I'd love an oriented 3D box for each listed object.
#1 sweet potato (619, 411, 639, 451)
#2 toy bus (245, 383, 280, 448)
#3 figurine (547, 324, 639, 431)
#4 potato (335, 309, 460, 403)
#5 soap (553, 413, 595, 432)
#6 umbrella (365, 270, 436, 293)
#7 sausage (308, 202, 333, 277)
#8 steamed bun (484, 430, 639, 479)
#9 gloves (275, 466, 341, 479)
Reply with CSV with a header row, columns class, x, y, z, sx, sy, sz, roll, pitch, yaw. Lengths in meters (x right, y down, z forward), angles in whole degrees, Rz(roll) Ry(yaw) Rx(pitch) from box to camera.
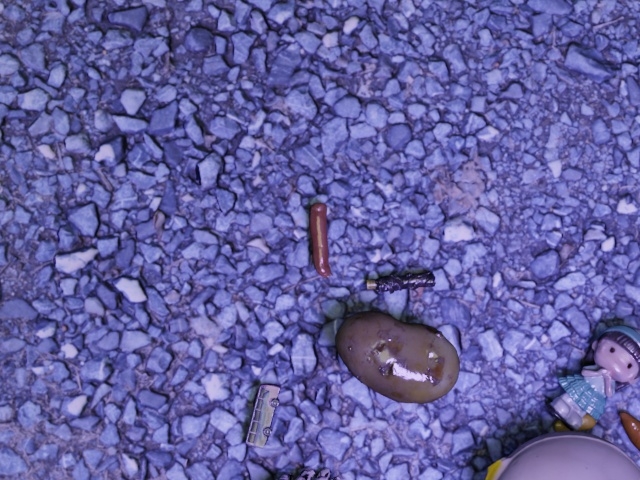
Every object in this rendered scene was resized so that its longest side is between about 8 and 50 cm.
class,x,y,z,sx,sy,sz,roll,pitch,yaw
sweet potato,0.683,0.435,1.843,0.055,0.058,0.202,-31,87,-24
toy bus,-0.116,0.356,1.829,0.052,0.037,0.131,14,88,4
figurine,0.578,0.284,1.826,0.138,0.110,0.245,44,91,-1
potato,0.152,0.236,1.789,0.262,0.165,0.165,17,86,-6
soap,0.528,0.382,1.861,0.089,0.012,0.034,-12,87,-3
umbrella,0.165,0.088,1.853,0.143,0.037,0.040,-5,61,-3
sausage,0.000,0.000,1.853,0.042,0.036,0.158,-7,87,9
steamed bun,0.476,0.553,1.703,0.333,0.334,0.374,-6,88,-2
gloves,-0.055,0.531,1.789,0.212,0.111,0.128,-28,83,4
